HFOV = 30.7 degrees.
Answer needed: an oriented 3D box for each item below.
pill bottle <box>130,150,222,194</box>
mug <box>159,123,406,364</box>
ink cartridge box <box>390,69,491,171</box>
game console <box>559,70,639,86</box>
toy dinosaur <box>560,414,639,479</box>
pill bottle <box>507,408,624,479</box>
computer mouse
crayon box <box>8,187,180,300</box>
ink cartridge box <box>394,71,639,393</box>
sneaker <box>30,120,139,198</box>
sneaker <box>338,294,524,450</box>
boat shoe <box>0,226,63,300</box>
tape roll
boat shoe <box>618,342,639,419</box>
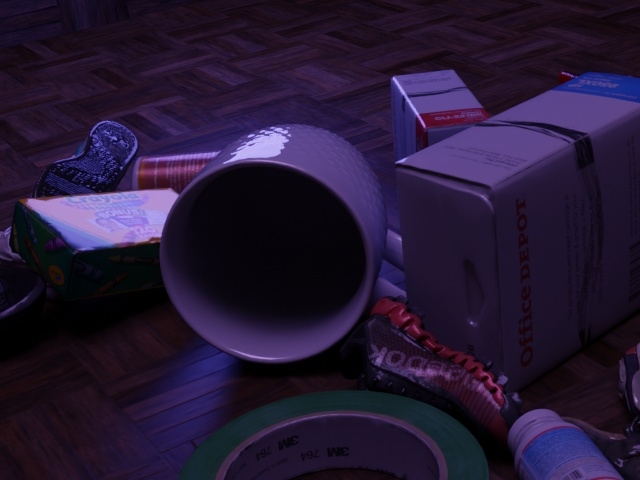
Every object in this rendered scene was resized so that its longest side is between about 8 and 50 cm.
[{"bbox_3d":[-0.199,-0.087,1.947,0.216,0.121,0.121,-4,25,5],"label":"pill bottle"},{"bbox_3d":[0.000,0.000,1.599,0.374,0.276,0.328,27,21,0],"label":"mug"},{"bbox_3d":[0.194,-0.140,1.875,0.114,0.197,0.273,-7,26,-5],"label":"ink cartridge box"},{"bbox_3d":[0.488,-0.225,2.045,0.085,0.144,0.124,-17,27,-23],"label":"game console"},{"bbox_3d":[0.339,0.224,1.241,0.118,0.064,0.268,-25,27,-21],"label":"toy dinosaur"},{"bbox_3d":[0.252,0.241,1.190,0.087,0.087,0.160,-11,26,-10],"label":"pill bottle"},{"bbox_3d":[-0.502,0.131,1.636,0.272,0.072,0.188,-25,31,-9],"label":"computer mouse"},{"bbox_3d":[-0.291,0.000,1.716,0.278,0.081,0.165,-8,33,-44],"label":"crayon box"},{"bbox_3d":[0.293,-0.021,1.496,0.395,0.285,0.166,-26,30,-35],"label":"ink cartridge box"},{"bbox_3d":[-0.409,-0.063,1.889,0.124,0.178,0.295,34,33,-3],"label":"sneaker"},{"bbox_3d":[0.122,0.174,1.357,0.135,0.098,0.276,-35,44,-19],"label":"sneaker"},{"bbox_3d":[-0.462,0.017,1.829,0.096,0.088,0.267,-25,31,-34],"label":"boat shoe"},{"bbox_3d":[0.013,0.272,1.196,0.321,0.077,0.321,-6,25,3],"label":"tape roll"},{"bbox_3d":[0.370,0.170,1.366,0.043,0.049,0.137,-42,12,30],"label":"boat shoe"}]
